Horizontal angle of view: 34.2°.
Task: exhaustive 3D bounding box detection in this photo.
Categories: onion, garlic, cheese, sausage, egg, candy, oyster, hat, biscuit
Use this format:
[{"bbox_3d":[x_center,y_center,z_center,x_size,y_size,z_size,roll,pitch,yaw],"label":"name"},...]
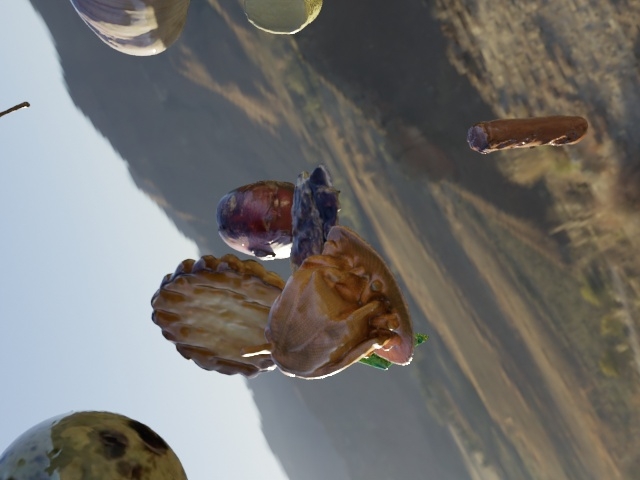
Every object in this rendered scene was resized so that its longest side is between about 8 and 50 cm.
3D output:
[{"bbox_3d":[-0.122,-0.047,2.429,0.246,0.246,0.190,72,-161,-74],"label":"onion"},{"bbox_3d":[-0.364,-0.518,1.965,0.317,0.259,0.317,-165,90,-83],"label":"garlic"},{"bbox_3d":[-0.064,-0.436,1.897,0.167,0.123,0.093,-61,-13,-67],"label":"cheese"},{"bbox_3d":[0.230,-0.117,1.123,0.042,0.158,0.036,36,127,54],"label":"sausage"},{"bbox_3d":[-0.396,0.460,1.739,0.345,0.345,0.428,63,149,7],"label":"egg"},{"bbox_3d":[0.134,0.213,2.100,0.102,0.178,0.032,17,114,28],"label":"candy"},{"bbox_3d":[-0.011,0.000,1.969,0.275,0.100,0.271,91,175,-64],"label":"oyster"},{"bbox_3d":[-0.022,0.121,1.583,0.244,0.233,0.233,67,157,4],"label":"hat"},{"bbox_3d":[-0.188,0.148,2.159,0.107,0.326,0.325,-78,-28,-46],"label":"biscuit"}]

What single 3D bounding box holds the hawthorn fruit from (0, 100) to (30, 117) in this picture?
[{"bbox_3d":[-0.605,-0.104,1.551,0.235,0.231,0.262,30,-125,-62],"label":"hawthorn fruit"}]
